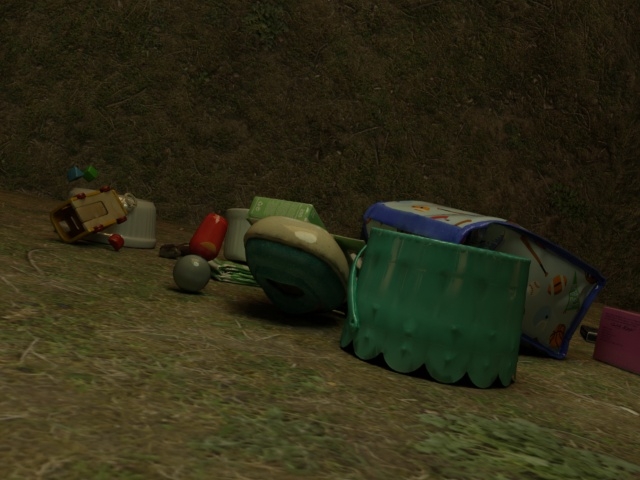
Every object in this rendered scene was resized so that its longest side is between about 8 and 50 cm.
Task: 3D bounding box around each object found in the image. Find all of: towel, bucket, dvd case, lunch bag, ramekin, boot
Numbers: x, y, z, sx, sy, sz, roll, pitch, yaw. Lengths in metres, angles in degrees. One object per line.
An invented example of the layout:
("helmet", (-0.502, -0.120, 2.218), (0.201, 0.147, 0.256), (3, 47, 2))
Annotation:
("towel", (-0.123, 0.083, 1.547), (0.325, 0.038, 0.248), (10, 2, -24))
("bucket", (0.173, 0.090, 0.962), (0.281, 0.183, 0.281), (12, 2, 0))
("dvd case", (0.822, 0.272, 1.706), (0.239, 0.029, 0.179), (13, 2, 17))
("lunch bag", (0.301, 0.053, 1.300), (0.386, 0.238, 0.328), (29, -3, -30))
("ramekin", (-0.132, 0.008, 1.758), (0.277, 0.135, 0.277), (10, -5, 1))
("ramekin", (-0.579, -0.065, 1.774), (0.273, 0.127, 0.273), (12, 2, 0))
("boot", (-0.366, 0.028, 1.672), (0.107, 0.037, 0.114), (-3, 3, -15))

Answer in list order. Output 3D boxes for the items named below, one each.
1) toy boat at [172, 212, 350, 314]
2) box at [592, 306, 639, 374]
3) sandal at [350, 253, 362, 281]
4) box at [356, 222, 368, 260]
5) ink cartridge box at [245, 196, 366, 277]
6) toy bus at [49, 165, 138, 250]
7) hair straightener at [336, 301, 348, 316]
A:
("toy boat", (-0.101, 0.053, 1.129), (0.318, 0.148, 0.267), (14, -23, 21))
("box", (0.733, 0.224, 1.309), (0.243, 0.117, 0.213), (11, 2, -24))
("sandal", (0.104, 0.111, 1.442), (0.102, 0.076, 0.265), (42, 3, -20))
("box", (0.212, 0.049, 2.139), (0.184, 0.190, 0.045), (13, 1, 17))
("ink cartridge box", (0.000, 0.000, 1.179), (0.235, 0.056, 0.171), (10, -25, 25))
("toy bus", (-0.563, -0.063, 1.577), (0.104, 0.190, 0.202), (-26, -41, 21))
("hair straightener", (0.039, 0.100, 1.251), (0.047, 0.089, 0.230), (-36, 32, -32))
